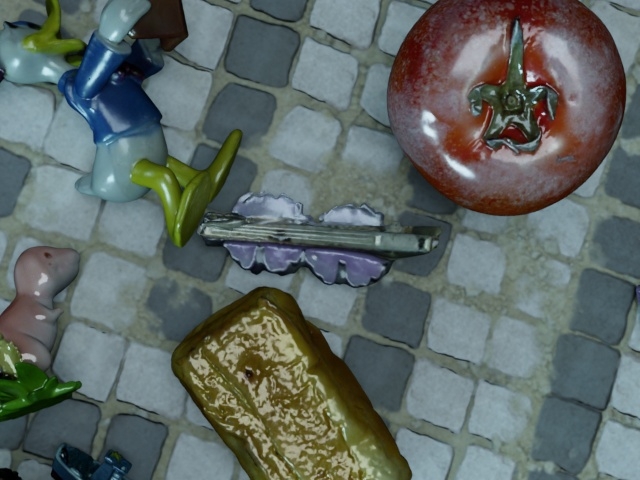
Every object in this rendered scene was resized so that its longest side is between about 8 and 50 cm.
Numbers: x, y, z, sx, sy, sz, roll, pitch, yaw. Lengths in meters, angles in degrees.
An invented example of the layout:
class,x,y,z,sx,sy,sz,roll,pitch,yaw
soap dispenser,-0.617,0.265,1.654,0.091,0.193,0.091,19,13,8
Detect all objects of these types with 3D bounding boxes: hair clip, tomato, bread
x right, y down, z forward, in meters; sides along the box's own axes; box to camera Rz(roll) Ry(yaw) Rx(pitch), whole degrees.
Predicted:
class,x,y,z,sx,sy,sz,roll,pitch,yaw
hair clip,0.000,0.000,1.383,0.292,0.084,0.106,5,90,-3
tomato,0.213,-0.168,1.348,0.270,0.227,0.270,1,102,4
bread,-0.030,0.200,1.334,0.167,0.132,0.294,-36,93,-8

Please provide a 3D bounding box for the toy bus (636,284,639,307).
class,x,y,z,sx,sy,sz,roll,pitch,yaw
toy bus,0.490,0.070,1.435,0.178,0.098,0.087,-15,88,-9

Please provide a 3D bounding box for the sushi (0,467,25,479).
class,x,y,z,sx,sy,sz,roll,pitch,yaw
sushi,-0.344,0.405,1.216,0.328,0.285,0.328,18,77,15

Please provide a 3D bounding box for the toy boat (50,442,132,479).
class,x,y,z,sx,sy,sz,roll,pitch,yaw
toy boat,-0.242,0.274,1.333,0.137,0.060,0.061,36,103,-1

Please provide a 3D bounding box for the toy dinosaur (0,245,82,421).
class,x,y,z,sx,sy,sz,roll,pitch,yaw
toy dinosaur,-0.338,0.100,1.296,0.194,0.152,0.177,-20,81,-16

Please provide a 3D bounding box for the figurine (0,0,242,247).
class,x,y,z,sx,sy,sz,roll,pitch,yaw
figurine,-0.254,-0.182,1.305,0.338,0.204,0.283,19,109,6
